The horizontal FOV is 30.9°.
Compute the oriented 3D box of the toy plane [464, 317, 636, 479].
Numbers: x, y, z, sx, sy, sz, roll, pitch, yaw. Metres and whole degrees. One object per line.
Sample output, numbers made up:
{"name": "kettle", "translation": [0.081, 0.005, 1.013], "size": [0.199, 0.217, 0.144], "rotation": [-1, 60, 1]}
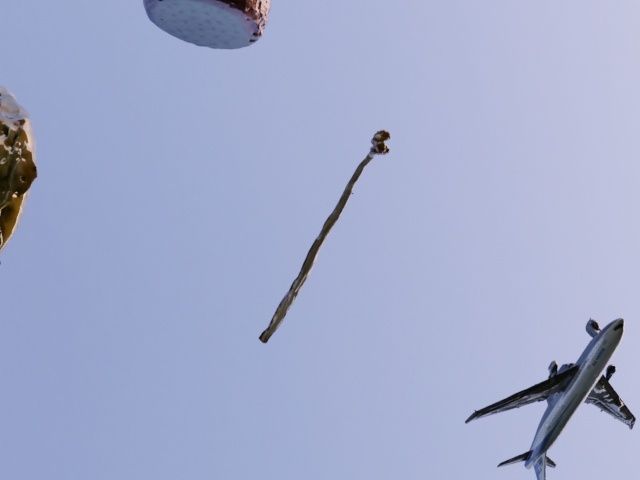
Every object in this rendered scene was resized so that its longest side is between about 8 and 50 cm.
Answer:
{"name": "toy plane", "translation": [0.263, 0.167, 1.225], "size": [0.225, 0.058, 0.226], "rotation": [6, -65, -27]}

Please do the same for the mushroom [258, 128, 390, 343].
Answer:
{"name": "mushroom", "translation": [0.003, -0.001, 1.272], "size": [0.026, 0.028, 0.286], "rotation": [38, -67, 16]}

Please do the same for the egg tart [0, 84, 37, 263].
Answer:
{"name": "egg tart", "translation": [-0.391, -0.017, 0.959], "size": [0.132, 0.345, 0.345], "rotation": [44, -112, -47]}

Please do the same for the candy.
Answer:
{"name": "candy", "translation": [-0.090, -0.188, 0.916], "size": [0.103, 0.103, 0.043], "rotation": [19, -105, -22]}
